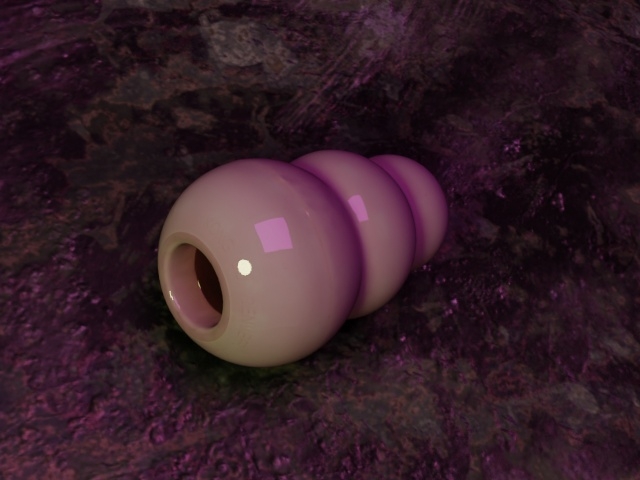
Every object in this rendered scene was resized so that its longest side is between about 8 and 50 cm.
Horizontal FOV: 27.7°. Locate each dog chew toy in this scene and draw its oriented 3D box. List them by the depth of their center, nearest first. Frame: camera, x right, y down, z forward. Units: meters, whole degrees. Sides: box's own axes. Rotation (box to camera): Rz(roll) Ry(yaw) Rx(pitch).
[{"bbox_3d":[0.000,0.000,1.324,0.332,0.206,0.206,-20,65,-40],"label":"dog chew toy"}]
